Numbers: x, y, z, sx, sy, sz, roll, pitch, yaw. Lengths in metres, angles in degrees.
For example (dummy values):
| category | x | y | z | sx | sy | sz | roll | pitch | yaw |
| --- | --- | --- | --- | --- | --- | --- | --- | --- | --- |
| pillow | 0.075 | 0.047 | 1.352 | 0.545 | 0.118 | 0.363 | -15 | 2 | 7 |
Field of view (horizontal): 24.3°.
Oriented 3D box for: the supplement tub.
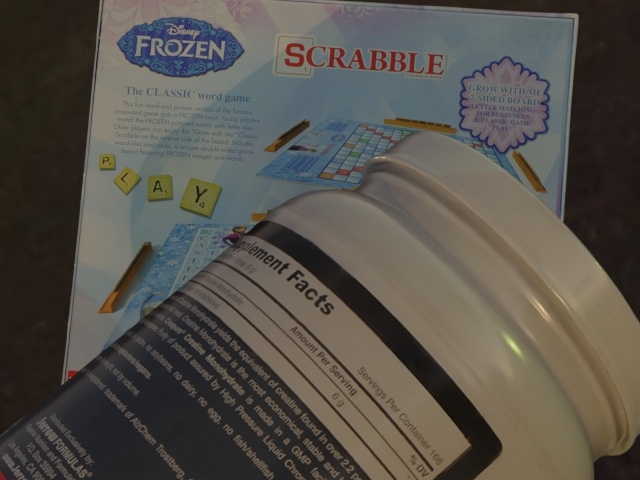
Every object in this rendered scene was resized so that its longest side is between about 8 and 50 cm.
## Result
| category | x | y | z | sx | sy | sz | roll | pitch | yaw |
| --- | --- | --- | --- | --- | --- | --- | --- | --- | --- |
| supplement tub | -0.009 | 0.100 | 0.634 | 0.272 | 0.191 | 0.191 | -39 | 28 | -13 |

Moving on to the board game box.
| category | x | y | z | sx | sy | sz | roll | pitch | yaw |
| --- | --- | --- | --- | --- | --- | --- | --- | --- | --- |
| board game box | 0.000 | 0.000 | 0.983 | 0.319 | 0.317 | 0.066 | 5 | -6 | 5 |
